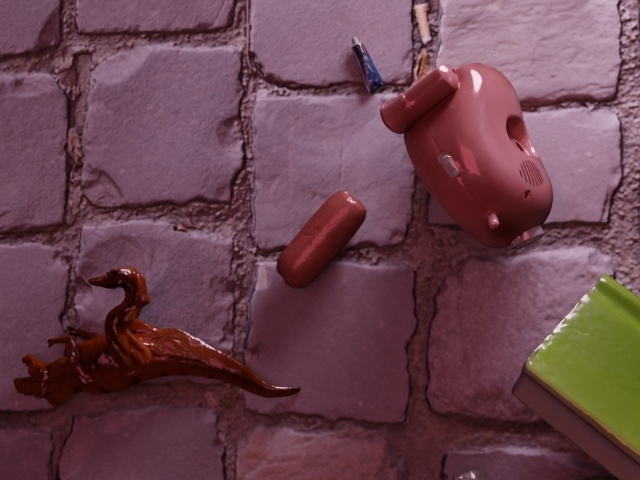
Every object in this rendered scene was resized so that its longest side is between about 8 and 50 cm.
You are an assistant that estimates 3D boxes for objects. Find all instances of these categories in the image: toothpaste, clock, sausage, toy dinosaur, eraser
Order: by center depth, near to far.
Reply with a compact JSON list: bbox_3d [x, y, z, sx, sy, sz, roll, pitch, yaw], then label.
[{"bbox_3d":[0.407,0.195,1.712,0.274,0.092,0.210,36,59,18],"label":"eraser"},{"bbox_3d":[0.219,-0.103,1.767,0.142,0.227,0.241,-34,76,23],"label":"clock"},{"bbox_3d":[0.000,0.000,1.899,0.062,0.062,0.154,42,94,15],"label":"sausage"},{"bbox_3d":[-0.255,0.136,1.932,0.432,0.097,0.208,-5,96,17],"label":"toy dinosaur"},{"bbox_3d":[0.063,-0.251,1.937,0.027,0.019,0.083,-23,82,-7],"label":"toothpaste"}]

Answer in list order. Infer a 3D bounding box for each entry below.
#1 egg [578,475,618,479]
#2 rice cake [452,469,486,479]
[{"bbox_3d":[0.373,0.371,1.718,0.181,0.141,0.141,8,85,16],"label":"egg"},{"bbox_3d":[0.242,0.422,1.789,0.052,0.057,0.256,-28,77,11],"label":"rice cake"}]
